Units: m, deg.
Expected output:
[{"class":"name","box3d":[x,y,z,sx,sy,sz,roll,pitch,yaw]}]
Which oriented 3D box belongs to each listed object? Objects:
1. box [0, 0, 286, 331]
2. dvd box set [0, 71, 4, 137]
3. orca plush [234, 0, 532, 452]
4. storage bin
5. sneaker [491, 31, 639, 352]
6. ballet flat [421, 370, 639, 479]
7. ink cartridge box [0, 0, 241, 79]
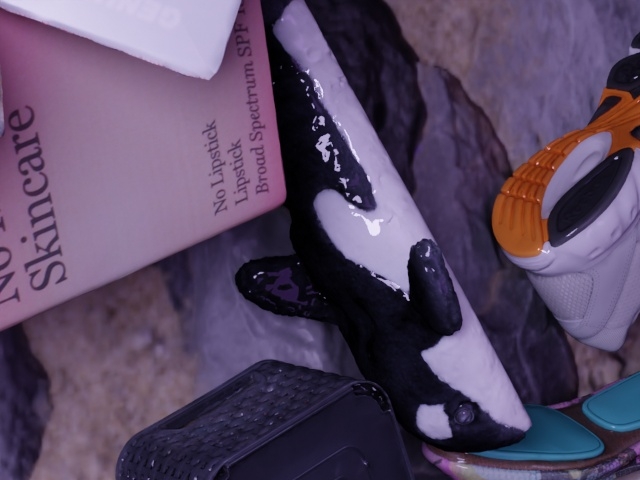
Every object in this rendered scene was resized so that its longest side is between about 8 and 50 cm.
[{"class":"box","box3d":[-0.147,-0.054,0.737,0.232,0.127,0.148,-26,126,-27]},{"class":"dvd box set","box3d":[-0.339,-0.099,0.514,0.420,0.062,0.307,-19,123,1]},{"class":"orca plush","box3d":[0.000,0.000,0.937,0.102,0.151,0.287,-29,119,2]},{"class":"storage bin","box3d":[-0.014,0.165,0.952,0.122,0.084,0.180,-29,111,-32]},{"class":"sneaker","box3d":[0.214,-0.044,1.109,0.262,0.099,0.121,-42,126,-18]},{"class":"ballet flat","box3d":[0.150,0.129,1.089,0.221,0.077,0.079,-11,121,-37]},{"class":"ink cartridge box","box3d":[-0.130,-0.278,0.714,0.308,0.091,0.385,19,78,-10]}]
